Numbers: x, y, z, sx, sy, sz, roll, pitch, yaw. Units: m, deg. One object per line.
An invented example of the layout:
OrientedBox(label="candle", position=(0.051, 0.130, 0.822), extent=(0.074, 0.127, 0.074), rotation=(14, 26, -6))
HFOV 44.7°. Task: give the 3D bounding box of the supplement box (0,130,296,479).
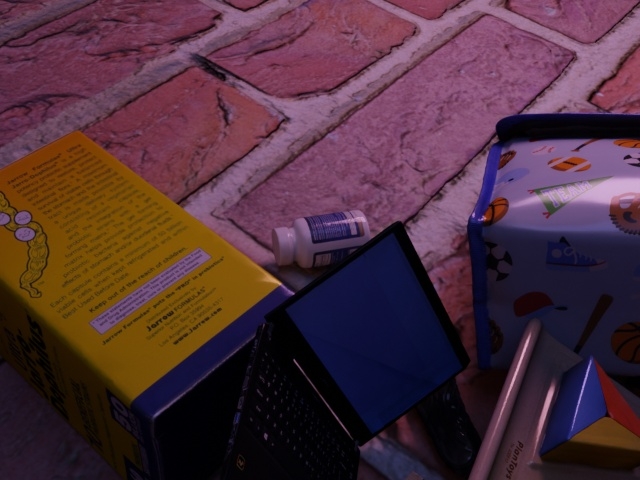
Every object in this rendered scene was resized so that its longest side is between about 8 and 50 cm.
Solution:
OrientedBox(label="supplement box", position=(-0.219, 0.075, 0.833), extent=(0.356, 0.194, 0.195), rotation=(35, 52, 25))

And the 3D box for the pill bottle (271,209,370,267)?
OrientedBox(label="pill bottle", position=(0.000, 0.000, 1.016), extent=(0.120, 0.067, 0.067), rotation=(-9, 48, -14))

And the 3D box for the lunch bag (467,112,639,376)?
OrientedBox(label="lunch bag", position=(0.361, -0.030, 0.932), extent=(0.327, 0.239, 0.385), rotation=(3, 27, 20))

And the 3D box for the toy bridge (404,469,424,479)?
OrientedBox(label="toy bridge", position=(0.146, 0.311, 0.765), extent=(0.188, 0.026, 0.063), rotation=(35, 55, 24))

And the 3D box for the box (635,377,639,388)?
OrientedBox(label="box", position=(0.533, 0.114, 0.972), extent=(0.216, 0.060, 0.270), rotation=(22, 48, 15))

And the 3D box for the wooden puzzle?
OrientedBox(label="wooden puzzle", position=(0.291, 0.266, 0.691), extent=(0.348, 0.080, 0.322), rotation=(38, 47, -3))

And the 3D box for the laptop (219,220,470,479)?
OrientedBox(label="laptop", position=(0.042, 0.164, 0.727), extent=(0.136, 0.234, 0.264), rotation=(-12, 41, 23))

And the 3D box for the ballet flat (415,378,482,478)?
OrientedBox(label="ballet flat", position=(0.137, 0.193, 0.875), extent=(0.057, 0.049, 0.173), rotation=(-25, 43, 8))
